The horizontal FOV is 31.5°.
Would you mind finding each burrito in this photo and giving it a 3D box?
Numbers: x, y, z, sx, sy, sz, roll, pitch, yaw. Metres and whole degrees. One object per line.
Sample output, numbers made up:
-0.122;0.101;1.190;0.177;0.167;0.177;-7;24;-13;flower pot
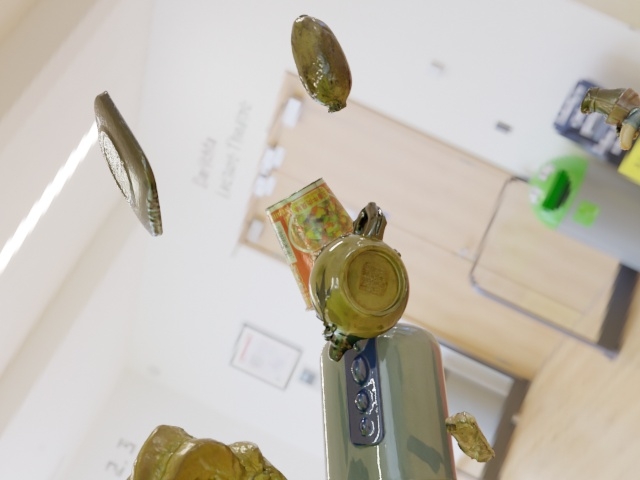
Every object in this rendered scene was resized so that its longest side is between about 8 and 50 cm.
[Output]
0.251;0.332;1.895;0.171;0.051;0.042;58;-153;-48;burrito

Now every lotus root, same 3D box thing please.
0.003;-0.294;1.867;0.080;0.179;0.089;-22;-9;21;lotus root

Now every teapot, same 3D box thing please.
0.054;0.070;1.907;0.182;0.173;0.269;-29;49;62;teapot

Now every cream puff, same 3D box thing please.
-0.220;0.423;1.744;0.274;0.270;0.323;-18;39;33;cream puff

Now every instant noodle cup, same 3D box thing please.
0.000;0.000;2.179;0.193;0.212;0.193;-30;2;1;instant noodle cup

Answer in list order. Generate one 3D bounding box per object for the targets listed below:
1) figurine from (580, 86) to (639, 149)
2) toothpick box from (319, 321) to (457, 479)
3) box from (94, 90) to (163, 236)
0.435;-0.145;1.481;0.114;0.196;0.108;3;-74;-68;figurine
0.112;0.294;2.045;0.263;0.263;0.355;105;161;-71;toothpick box
-0.312;-0.121;1.853;0.042;0.201;0.212;-25;-24;-18;box
